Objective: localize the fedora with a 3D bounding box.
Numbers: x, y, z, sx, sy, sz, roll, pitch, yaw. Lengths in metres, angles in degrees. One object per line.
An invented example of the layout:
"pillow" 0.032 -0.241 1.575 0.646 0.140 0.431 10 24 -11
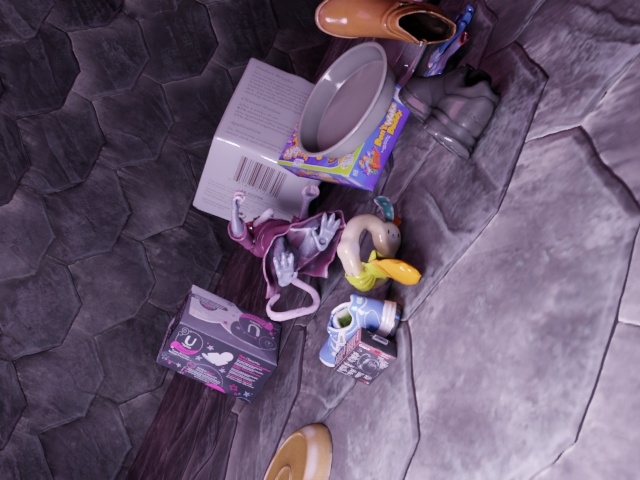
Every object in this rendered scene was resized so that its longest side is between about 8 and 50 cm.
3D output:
"fedora" 0.183 -0.500 1.615 0.275 0.124 0.244 -64 13 -3

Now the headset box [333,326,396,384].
"headset box" 0.067 0.166 0.916 0.083 0.062 0.032 -55 16 35

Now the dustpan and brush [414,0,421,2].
"dustpan and brush" 0.260 -0.694 1.724 0.147 0.060 0.211 -26 54 47

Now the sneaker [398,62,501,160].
"sneaker" 0.221 -0.235 1.057 0.130 0.109 0.286 -52 25 17

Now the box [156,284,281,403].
"box" -0.234 0.242 1.501 0.142 0.247 0.163 -55 16 25

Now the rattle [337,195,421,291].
"rattle" 0.125 -0.010 1.029 0.143 0.130 0.200 -31 7 47

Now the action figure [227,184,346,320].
"action figure" -0.080 0.008 1.478 0.370 0.248 0.275 10 105 64

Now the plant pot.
"plant pot" -0.054 0.397 0.997 0.236 0.032 0.236 -58 14 22

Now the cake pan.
"cake pan" 0.059 -0.308 1.426 0.293 0.054 0.293 -34 41 36

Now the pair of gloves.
"pair of gloves" 0.268 -0.401 1.324 0.159 0.023 0.198 -50 15 49

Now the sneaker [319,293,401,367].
"sneaker" 0.045 0.140 1.009 0.211 0.081 0.080 -50 20 48

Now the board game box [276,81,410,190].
"board game box" 0.051 -0.257 1.525 0.347 0.078 0.233 19 82 58

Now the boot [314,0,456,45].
"boot" 0.137 -0.463 1.346 0.220 0.283 0.109 -103 20 -63

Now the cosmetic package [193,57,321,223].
"cosmetic package" -0.154 -0.276 1.953 0.327 0.329 0.393 120 169 -50
